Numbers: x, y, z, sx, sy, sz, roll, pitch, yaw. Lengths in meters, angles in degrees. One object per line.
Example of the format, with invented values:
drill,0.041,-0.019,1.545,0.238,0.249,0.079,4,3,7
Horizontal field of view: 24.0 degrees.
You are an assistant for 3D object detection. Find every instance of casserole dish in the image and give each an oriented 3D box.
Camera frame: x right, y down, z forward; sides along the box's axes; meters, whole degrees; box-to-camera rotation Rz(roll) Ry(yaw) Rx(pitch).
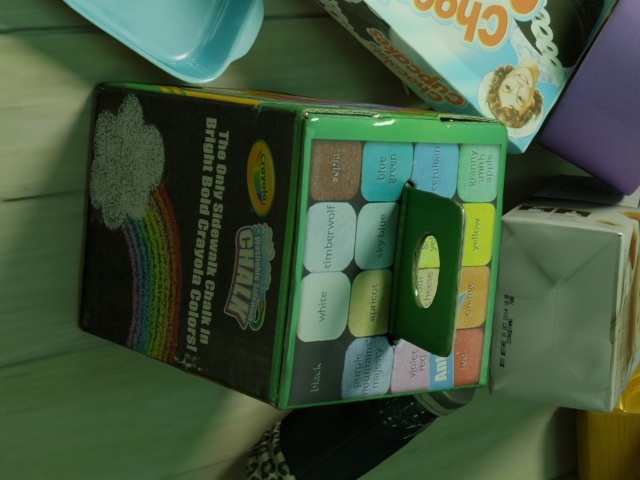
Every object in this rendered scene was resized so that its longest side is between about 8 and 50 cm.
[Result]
casserole dish,-0.115,-0.181,0.996,0.188,0.037,0.114,31,79,-40

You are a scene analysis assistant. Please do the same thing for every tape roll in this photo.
tape roll,0.279,-0.174,1.199,0.275,0.090,0.275,-58,173,-11

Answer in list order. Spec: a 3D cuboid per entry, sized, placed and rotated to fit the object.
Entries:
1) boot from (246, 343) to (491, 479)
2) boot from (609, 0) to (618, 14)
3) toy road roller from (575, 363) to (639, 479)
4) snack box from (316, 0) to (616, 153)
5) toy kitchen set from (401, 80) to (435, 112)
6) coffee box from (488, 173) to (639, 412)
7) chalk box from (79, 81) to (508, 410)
boot,0.038,0.114,1.159,0.178,0.236,0.085,-39,94,16
boot,0.242,-0.271,1.272,0.197,0.073,0.152,-30,121,-25
toy road roller,0.367,0.174,1.427,0.329,0.241,0.202,-54,141,-70
snack box,0.071,-0.231,1.082,0.322,0.060,0.187,40,72,-24
toy kitchen set,0.101,-0.132,1.150,0.083,0.075,0.068,-76,146,-51
coffee box,0.213,0.033,1.220,0.246,0.098,0.141,-30,124,-67
chalk box,0.000,0.000,0.966,0.179,0.289,0.180,-1,101,-41
